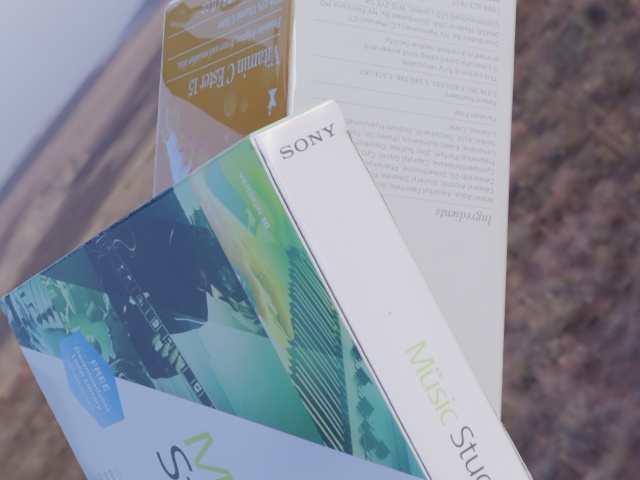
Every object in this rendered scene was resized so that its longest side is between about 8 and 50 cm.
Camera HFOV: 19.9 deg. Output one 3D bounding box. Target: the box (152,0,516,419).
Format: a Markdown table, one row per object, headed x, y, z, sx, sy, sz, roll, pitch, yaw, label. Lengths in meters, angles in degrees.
| x | y | z | sx | sy | sz | roll | pitch | yaw | label |
| --- | --- | --- | --- | --- | --- | --- | --- | --- | --- |
| 0.000 | 0.000 | 1.219 | 0.215 | 0.168 | 0.345 | -12 | 74 | 61 | box |

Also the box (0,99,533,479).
| x | y | z | sx | sy | sz | roll | pitch | yaw | label |
| --- | --- | --- | --- | --- | --- | --- | --- | --- | --- |
| -0.038 | 0.086 | 0.937 | 0.058 | 0.232 | 0.322 | -28 | 0 | -35 | box |
